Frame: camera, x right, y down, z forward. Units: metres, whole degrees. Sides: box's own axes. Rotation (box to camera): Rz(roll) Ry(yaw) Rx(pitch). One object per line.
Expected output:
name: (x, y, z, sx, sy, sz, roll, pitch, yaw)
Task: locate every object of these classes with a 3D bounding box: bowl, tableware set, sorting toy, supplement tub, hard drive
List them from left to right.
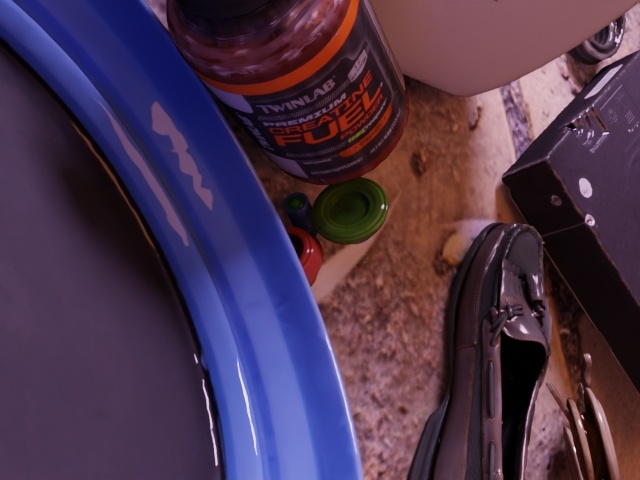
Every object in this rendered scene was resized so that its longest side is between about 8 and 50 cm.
bowl: (-0.105, 0.011, 0.344, 0.391, 0.077, 0.391, 56, 15, -24)
supplement tub: (-0.019, -0.113, 0.502, 0.198, 0.106, 0.106, 46, 51, -63)
sorting toy: (0.000, 0.000, 0.586, 0.102, 0.061, 0.042, -33, 143, -5)
tableware set: (0.210, 0.176, 0.715, 0.194, 0.039, 0.128, 59, 20, -63)
hard drive: (0.330, 0.013, 0.846, 0.339, 0.064, 0.237, 54, 52, -9)

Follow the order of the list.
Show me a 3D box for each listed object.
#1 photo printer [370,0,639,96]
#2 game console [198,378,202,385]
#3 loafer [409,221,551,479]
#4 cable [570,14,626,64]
photo printer: (0.107, -0.216, 0.586, 0.307, 0.256, 0.107, 13, 54, -41)
game console: (-0.182, 0.248, 0.395, 0.342, 0.060, 0.387, 9, 79, -47)
loafer: (0.147, 0.105, 0.686, 0.096, 0.084, 0.268, 34, 63, -32)
cable: (0.297, -0.321, 0.893, 0.139, 0.072, 0.287, 35, 62, -28)
